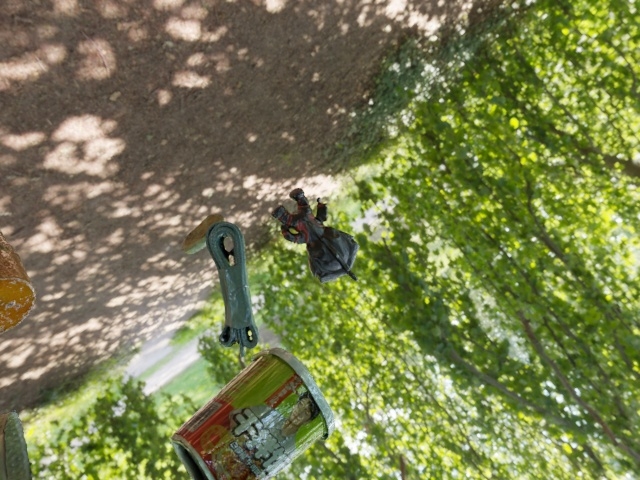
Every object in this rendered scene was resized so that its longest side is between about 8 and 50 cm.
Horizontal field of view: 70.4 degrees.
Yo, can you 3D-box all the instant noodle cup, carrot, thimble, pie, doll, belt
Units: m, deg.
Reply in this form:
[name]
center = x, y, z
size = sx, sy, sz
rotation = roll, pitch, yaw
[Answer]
[instant noodle cup]
center = -0.172, 0.455, 1.094
size = 0.307, 0.294, 0.294
rotation = -32, 170, -35
[carrot]
center = -0.541, 0.030, 0.688
size = 0.138, 0.301, 0.139
rotation = -39, 145, -34
[thimble]
center = -0.863, 0.602, 1.177
size = 0.149, 0.271, 0.271
rotation = -11, 161, -24
[pie]
center = -0.415, -0.025, 1.611
size = 0.186, 0.041, 0.187
rotation = -31, -153, 18
[doll]
center = 0.001, -0.002, 1.029
size = 0.127, 0.248, 0.088
rotation = -41, -166, 18
[belt]
center = -0.197, 0.107, 1.013
size = 0.087, 0.303, 0.072
rotation = -9, 171, -11
